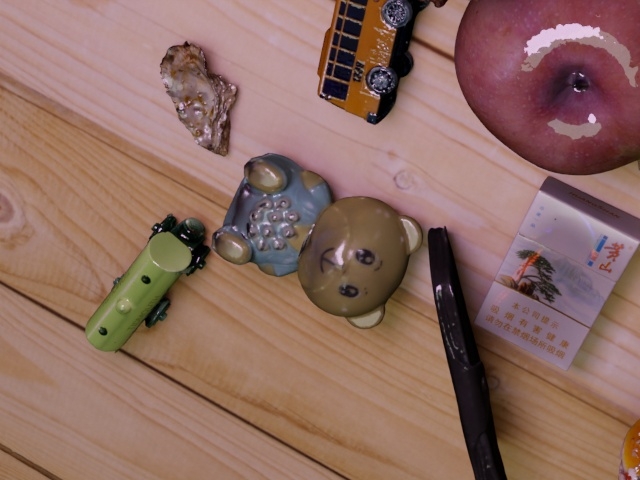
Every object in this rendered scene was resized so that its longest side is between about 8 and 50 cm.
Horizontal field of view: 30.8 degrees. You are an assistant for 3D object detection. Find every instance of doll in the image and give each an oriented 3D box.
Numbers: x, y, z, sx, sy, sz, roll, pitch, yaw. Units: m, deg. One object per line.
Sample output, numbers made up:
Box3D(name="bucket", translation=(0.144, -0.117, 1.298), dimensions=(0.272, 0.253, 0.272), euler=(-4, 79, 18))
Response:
Box3D(name="doll", translation=(0.000, 0.000, 1.635), dimensions=(0.261, 0.161, 0.177), euler=(28, 101, 9))

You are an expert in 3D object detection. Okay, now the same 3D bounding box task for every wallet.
Box3D(name="wallet", translation=(0.202, 0.174, 1.627), dimensions=(0.051, 0.197, 0.377), euler=(-13, 111, 7))

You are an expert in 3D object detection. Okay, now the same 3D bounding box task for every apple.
Box3D(name="apple", translation=(0.304, -0.209, 1.351), dimensions=(0.306, 0.235, 0.305), euler=(10, 127, 14))

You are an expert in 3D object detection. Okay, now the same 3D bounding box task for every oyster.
Box3D(name="oyster", translation=(-0.167, -0.200, 1.666), dimensions=(0.105, 0.056, 0.177), euler=(-10, 111, 39))

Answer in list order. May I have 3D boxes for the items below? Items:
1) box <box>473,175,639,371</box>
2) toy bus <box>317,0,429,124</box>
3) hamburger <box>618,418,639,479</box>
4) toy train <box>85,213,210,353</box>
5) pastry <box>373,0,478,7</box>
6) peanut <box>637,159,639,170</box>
Box3D(name="box", translation=(0.323, 0.046, 1.581), dimensions=(0.149, 0.067, 0.233), euler=(26, 122, 8))
Box3D(name="toy bus", translation=(0.064, -0.263, 1.510), dimensions=(0.114, 0.098, 0.201), euler=(21, 121, 13))
Box3D(name="hamburger", translation=(0.544, 0.337, 1.551), dimensions=(0.295, 0.227, 0.151), euler=(15, 142, 15))
Box3D(name="toy train", translation=(-0.268, 0.071, 1.785), dimensions=(0.105, 0.157, 0.253), euler=(41, 123, -1))
Box3D(name="pastry", translation=(0.072, -0.451, 1.190), dimensions=(0.292, 0.337, 0.405), euler=(-11, 115, 10))
Box3D(name="peanut", translation=(0.468, -0.123, 1.425), dimensions=(0.174, 0.080, 0.080), euler=(-33, 100, 33))
